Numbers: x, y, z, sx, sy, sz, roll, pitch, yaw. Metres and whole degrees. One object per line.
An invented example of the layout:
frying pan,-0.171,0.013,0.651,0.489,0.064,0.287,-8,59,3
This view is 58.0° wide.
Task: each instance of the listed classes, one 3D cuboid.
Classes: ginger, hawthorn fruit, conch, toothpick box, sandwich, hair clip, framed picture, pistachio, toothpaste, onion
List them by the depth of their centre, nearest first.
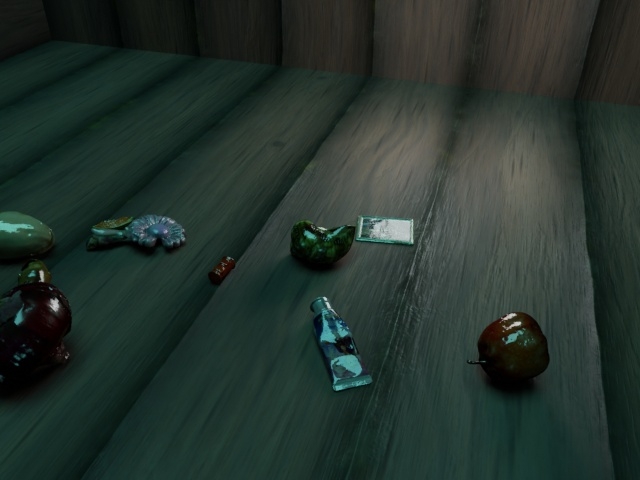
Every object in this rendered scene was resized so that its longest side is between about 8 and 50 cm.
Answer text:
hawthorn fruit,0.425,0.256,1.327,0.194,0.157,0.157,-18,39,-14
onion,-0.676,0.220,1.332,0.252,0.219,0.252,-38,27,24
toothpaste,0.038,0.251,1.421,0.096,0.061,0.266,-9,43,-15
ginger,-0.803,0.172,1.474,0.133,0.107,0.309,25,44,9
toothpick box,-0.282,0.086,1.647,0.047,0.047,0.083,14,38,18
pistachio,-0.907,-0.015,1.705,0.215,0.143,0.144,1,34,-17
conch,-0.001,0.003,1.712,0.182,0.124,0.187,12,12,30
hair clip,-0.572,-0.021,1.776,0.301,0.069,0.173,-7,36,-10
sandwich,-0.658,-0.045,1.843,0.135,0.029,0.067,-16,33,-21
framed picture,0.209,-0.037,1.857,0.183,0.011,0.142,5,36,6
